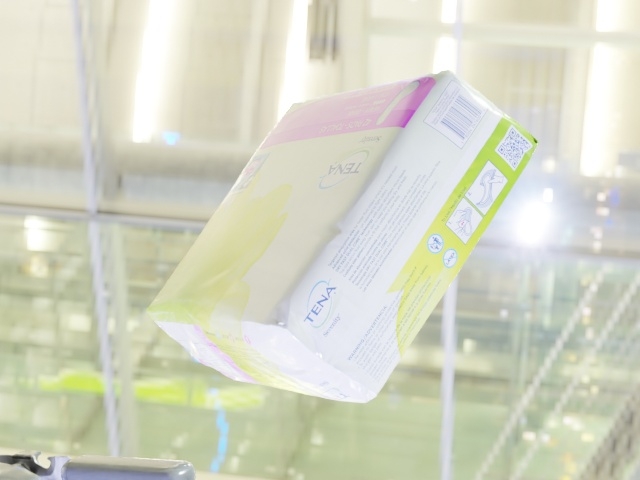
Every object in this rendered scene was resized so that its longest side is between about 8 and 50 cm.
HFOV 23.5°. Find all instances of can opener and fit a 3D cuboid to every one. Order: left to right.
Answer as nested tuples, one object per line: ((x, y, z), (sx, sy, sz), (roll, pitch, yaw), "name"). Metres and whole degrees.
((-0.252, 0.269, 1.621), (0.093, 0.280, 0.074), (-25, -71, -58), "can opener")

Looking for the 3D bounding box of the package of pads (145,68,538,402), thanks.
((0.000, 0.000, 1.133), (0.229, 0.101, 0.296), (-56, 19, -15), "package of pads")
